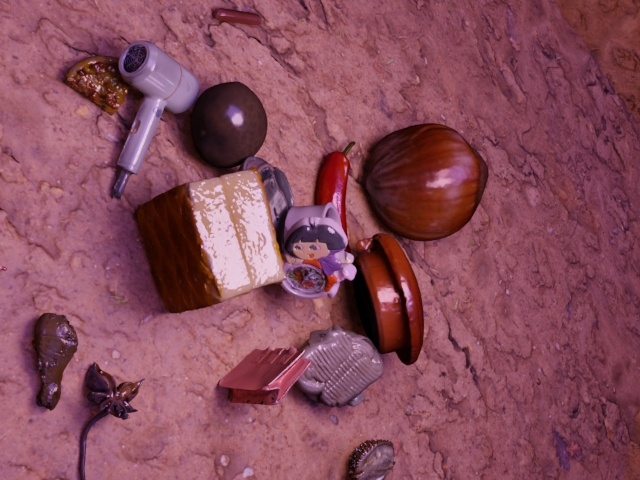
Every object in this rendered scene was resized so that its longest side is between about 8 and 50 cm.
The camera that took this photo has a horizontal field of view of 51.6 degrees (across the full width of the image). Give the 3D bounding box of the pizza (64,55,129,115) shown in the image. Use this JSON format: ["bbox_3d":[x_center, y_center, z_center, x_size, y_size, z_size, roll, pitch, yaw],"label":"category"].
[{"bbox_3d":[-0.480,-0.355,1.495,0.175,0.046,0.134,-34,104,-37],"label":"pizza"}]

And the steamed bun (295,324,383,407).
[{"bbox_3d":[0.030,0.317,1.741,0.218,0.144,0.211,-44,110,-6],"label":"steamed bun"}]

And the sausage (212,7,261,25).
[{"bbox_3d":[-0.216,-0.591,1.754,0.147,0.035,0.030,-8,65,-39],"label":"sausage"}]

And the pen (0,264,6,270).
[{"bbox_3d":[-0.710,0.018,1.265,0.218,0.026,0.026,26,67,-34],"label":"pen"}]

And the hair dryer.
[{"bbox_3d":[-0.407,-0.255,1.496,0.173,0.108,0.357,30,76,-58],"label":"hair dryer"}]

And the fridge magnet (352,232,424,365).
[{"bbox_3d":[0.184,0.160,1.785,0.155,0.363,0.363,-13,92,-7],"label":"fridge magnet"}]

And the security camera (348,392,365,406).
[{"bbox_3d":[0.080,0.421,1.792,0.058,0.092,0.058,7,78,-36],"label":"security camera"}]

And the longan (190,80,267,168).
[{"bbox_3d":[-0.222,-0.282,1.601,0.198,0.198,0.212,-47,142,-34],"label":"longan"}]

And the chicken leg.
[{"bbox_3d":[-0.540,0.246,1.341,0.085,0.069,0.197,7,85,-36],"label":"chicken leg"}]

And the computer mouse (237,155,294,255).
[{"bbox_3d":[-0.143,-0.033,1.675,0.199,0.115,0.388,-53,136,-48],"label":"computer mouse"}]

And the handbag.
[{"bbox_3d":[-0.129,0.316,1.562,0.157,0.213,0.059,-42,109,-35],"label":"handbag"}]

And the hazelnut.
[{"bbox_3d":[0.310,-0.178,1.953,0.373,0.315,0.372,4,67,-11],"label":"hazelnut"}]

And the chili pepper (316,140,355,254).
[{"bbox_3d":[0.043,-0.112,1.866,0.137,0.092,0.368,11,83,-57],"label":"chili pepper"}]

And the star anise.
[{"bbox_3d":[-0.465,0.407,1.406,0.227,0.218,0.148,-50,158,10],"label":"star anise"}]

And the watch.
[{"bbox_3d":[0.000,0.000,1.634,0.231,0.196,0.244,-71,154,-49],"label":"watch"}]

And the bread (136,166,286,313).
[{"bbox_3d":[-0.247,0.007,1.475,0.207,0.279,0.278,-16,94,-39],"label":"bread"}]

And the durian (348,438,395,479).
[{"bbox_3d":[0.137,0.606,1.813,0.189,0.091,0.148,15,86,-40],"label":"durian"}]
